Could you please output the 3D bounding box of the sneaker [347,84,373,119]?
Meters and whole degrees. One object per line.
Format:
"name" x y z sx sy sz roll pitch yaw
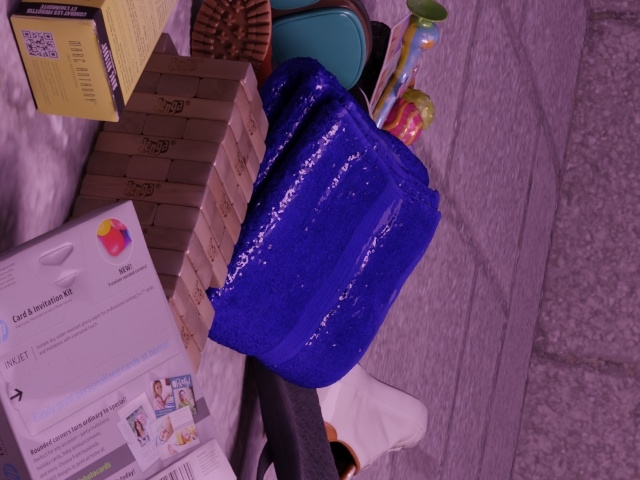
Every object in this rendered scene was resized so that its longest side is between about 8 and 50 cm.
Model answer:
"sneaker" -0.007 -0.086 1.618 0.121 0.079 0.217 80 24 -52

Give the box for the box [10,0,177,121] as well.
"box" -0.123 -0.186 1.190 0.087 0.058 0.232 80 24 -48

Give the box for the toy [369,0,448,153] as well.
"toy" 0.082 -0.129 1.843 0.137 0.056 0.237 -49 158 -52

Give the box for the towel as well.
"towel" 0.000 0.000 1.510 0.227 0.076 0.308 -63 155 -5

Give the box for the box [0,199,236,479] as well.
"box" -0.137 0.087 1.089 0.145 0.038 0.186 -29 103 -46

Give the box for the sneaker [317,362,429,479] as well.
"sneaker" 0.021 0.191 1.838 0.290 0.106 0.123 34 67 -61

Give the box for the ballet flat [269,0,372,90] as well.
"ballet flat" -0.015 -0.215 1.517 0.280 0.095 0.096 57 31 -67

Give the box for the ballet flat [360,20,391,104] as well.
"ballet flat" 0.051 -0.180 1.875 0.173 0.049 0.057 75 35 -70

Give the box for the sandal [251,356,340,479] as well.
"sandal" -0.024 0.207 1.643 0.097 0.054 0.254 33 41 -56

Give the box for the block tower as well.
"block tower" -0.119 0.024 1.238 0.091 0.097 0.335 71 29 -60

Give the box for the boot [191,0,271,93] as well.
"boot" -0.063 -0.144 1.443 0.084 0.059 0.158 -63 164 -58
